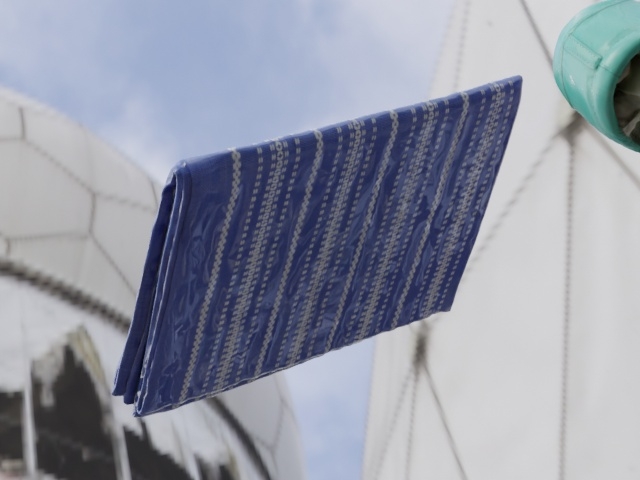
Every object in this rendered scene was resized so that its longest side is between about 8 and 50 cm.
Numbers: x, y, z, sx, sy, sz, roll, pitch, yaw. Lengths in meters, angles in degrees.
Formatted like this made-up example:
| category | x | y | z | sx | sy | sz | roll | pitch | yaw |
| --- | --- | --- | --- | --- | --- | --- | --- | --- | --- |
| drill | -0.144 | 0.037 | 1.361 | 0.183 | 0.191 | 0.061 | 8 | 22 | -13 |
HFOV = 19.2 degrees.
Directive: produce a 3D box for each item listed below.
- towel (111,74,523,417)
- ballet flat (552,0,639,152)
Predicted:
| category | x | y | z | sx | sy | sz | roll | pitch | yaw |
| --- | --- | --- | --- | --- | --- | --- | --- | --- | --- |
| towel | 0.000 | 0.000 | 1.450 | 0.336 | 0.040 | 0.243 | -17 | -42 | -37 |
| ballet flat | 0.231 | -0.046 | 0.935 | 0.247 | 0.087 | 0.083 | 20 | -71 | -13 |
